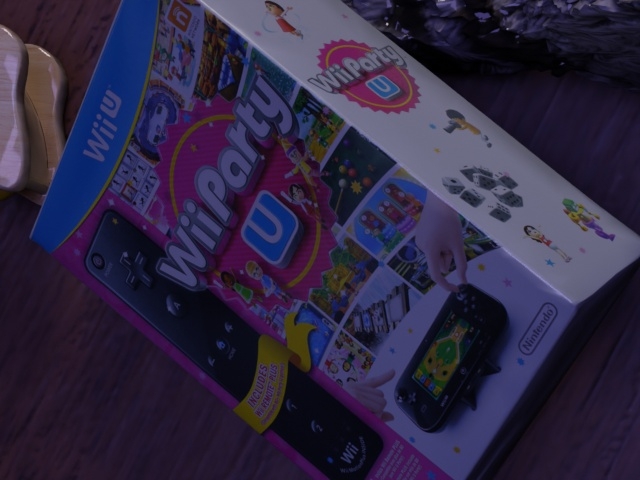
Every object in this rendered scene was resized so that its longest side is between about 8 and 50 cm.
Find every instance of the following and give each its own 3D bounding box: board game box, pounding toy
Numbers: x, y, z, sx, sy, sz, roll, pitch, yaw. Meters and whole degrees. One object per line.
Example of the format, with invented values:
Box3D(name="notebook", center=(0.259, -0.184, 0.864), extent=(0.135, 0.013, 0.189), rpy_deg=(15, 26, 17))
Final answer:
Box3D(name="board game box", center=(0.000, 0.000, 1.042), extent=(0.303, 0.097, 0.224), rpy_deg=(40, 130, 15))
Box3D(name="pounding toy", center=(-0.300, -0.084, 1.150), extent=(0.269, 0.155, 0.154), rpy_deg=(16, 87, 16))

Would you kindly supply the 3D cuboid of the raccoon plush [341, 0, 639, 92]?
Box3D(name="raccoon plush", center=(0.178, -0.245, 1.012), extent=(0.446, 0.216, 0.299), rpy_deg=(10, 82, 16))
